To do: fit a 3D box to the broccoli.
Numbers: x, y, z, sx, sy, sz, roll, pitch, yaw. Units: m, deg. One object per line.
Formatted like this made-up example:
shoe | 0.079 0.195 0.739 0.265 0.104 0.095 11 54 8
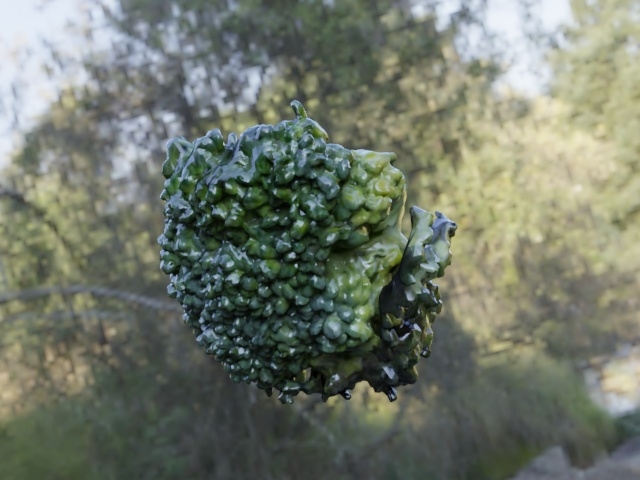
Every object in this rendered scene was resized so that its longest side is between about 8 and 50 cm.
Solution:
broccoli | -0.017 0.014 1.559 0.272 0.334 0.324 -34 16 -10
